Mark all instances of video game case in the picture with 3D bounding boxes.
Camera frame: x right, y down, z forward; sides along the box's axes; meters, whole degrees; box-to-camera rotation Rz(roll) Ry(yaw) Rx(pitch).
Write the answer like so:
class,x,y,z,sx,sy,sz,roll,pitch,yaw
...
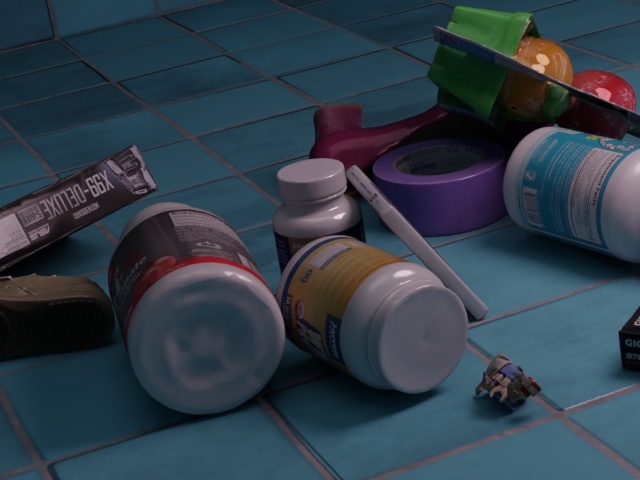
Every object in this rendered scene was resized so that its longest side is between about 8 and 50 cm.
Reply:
class,x,y,z,sx,sy,sz,roll,pitch,yaw
video game case,0.115,0.001,1.860,0.022,0.190,0.173,-43,23,3

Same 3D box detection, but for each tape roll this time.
class,x,y,z,sx,sy,sz,roll,pitch,yaw
tape roll,0.171,-0.077,2.156,0.189,0.080,0.189,-7,21,3

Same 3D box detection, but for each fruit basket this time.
class,x,y,z,sx,sy,sz,roll,pitch,yaw
fruit basket,0.327,-0.193,2.132,0.353,0.165,0.327,30,4,10

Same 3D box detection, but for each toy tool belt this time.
class,x,y,z,sx,sy,sz,roll,pitch,yaw
toy tool belt,0.196,0.157,1.611,0.051,0.052,0.083,-44,23,-2

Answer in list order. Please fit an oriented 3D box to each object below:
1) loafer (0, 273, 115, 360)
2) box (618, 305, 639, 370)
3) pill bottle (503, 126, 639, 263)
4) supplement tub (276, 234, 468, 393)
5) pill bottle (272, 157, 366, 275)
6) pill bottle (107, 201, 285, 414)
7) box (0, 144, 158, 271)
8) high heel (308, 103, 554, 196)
class,x,y,z,sx,sy,sz,roll,pitch,yaw
loafer,-0.390,0.094,1.932,0.268,0.102,0.092,1,20,0
box,0.450,0.082,1.681,0.175,0.051,0.220,5,26,32
pill bottle,0.367,-0.055,1.930,0.146,0.146,0.264,-23,26,-32
supplement tub,0.056,0.083,1.707,0.144,0.144,0.199,-21,24,-28
pill bottle,0.000,0.000,1.880,0.112,0.187,0.112,-8,21,3
pill bottle,-0.157,0.063,1.799,0.176,0.176,0.318,-13,21,-10
box,-0.412,-0.015,2.113,0.242,0.076,0.307,-23,6,45
high heel,0.171,-0.127,2.299,0.377,0.127,0.181,-5,47,3
